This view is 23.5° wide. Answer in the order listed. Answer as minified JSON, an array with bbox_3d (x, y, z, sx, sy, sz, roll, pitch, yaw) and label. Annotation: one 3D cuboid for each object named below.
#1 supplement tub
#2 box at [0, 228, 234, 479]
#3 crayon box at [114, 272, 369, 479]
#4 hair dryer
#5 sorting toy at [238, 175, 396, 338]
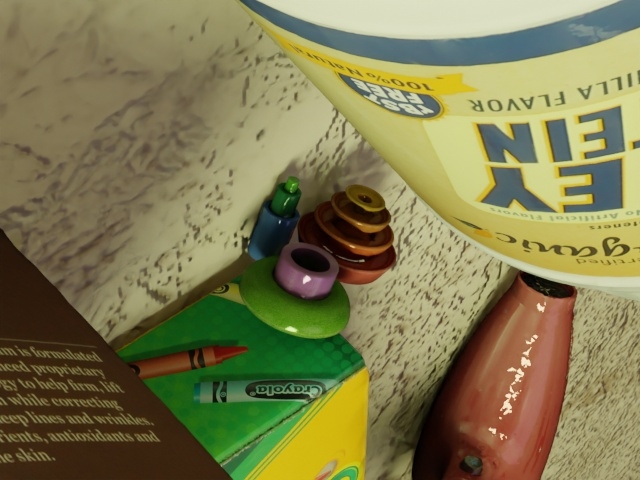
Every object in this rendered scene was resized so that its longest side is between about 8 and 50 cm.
[{"bbox_3d":[0.094,-0.115,0.507,0.228,0.228,0.316,-49,150,1],"label":"supplement tub"},{"bbox_3d":[-0.144,0.108,0.483,0.168,0.203,0.167,11,117,-56],"label":"box"},{"bbox_3d":[-0.065,0.156,0.761,0.165,0.081,0.278,-32,147,-23],"label":"crayon box"},{"bbox_3d":[0.090,0.155,0.887,0.223,0.080,0.293,106,4,-78],"label":"hair dryer"},{"bbox_3d":[0.000,0.000,0.689,0.102,0.061,0.042,-44,160,-58],"label":"sorting toy"}]
